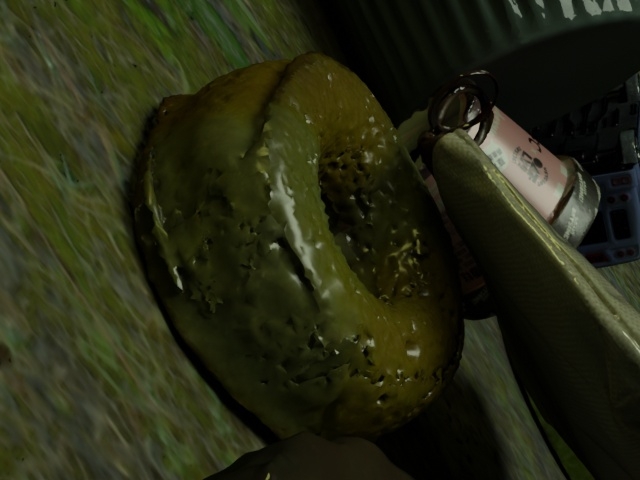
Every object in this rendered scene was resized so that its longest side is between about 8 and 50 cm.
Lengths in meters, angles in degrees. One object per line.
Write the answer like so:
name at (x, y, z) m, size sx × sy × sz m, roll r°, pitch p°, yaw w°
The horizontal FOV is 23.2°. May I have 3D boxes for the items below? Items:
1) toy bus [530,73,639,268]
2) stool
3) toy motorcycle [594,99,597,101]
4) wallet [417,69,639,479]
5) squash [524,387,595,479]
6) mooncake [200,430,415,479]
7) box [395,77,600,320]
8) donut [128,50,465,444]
toy bus at (0.288, -0.077, 1.654) m, size 0.292 × 0.125 × 0.133 m, roll -63°, pitch 141°, yaw -64°
stool at (0.128, -0.277, 1.353) m, size 0.297 × 0.297 × 0.330 m, roll 9°, pitch 57°, yaw -64°
toy motorcycle at (0.199, -0.294, 1.612) m, size 0.237 × 0.169 × 0.410 m, roll -10°, pitch 53°, yaw -37°
wallet at (0.172, 0.074, 1.014) m, size 0.275 × 0.068 × 0.335 m, roll 56°, pitch -5°, yaw 40°
squash at (0.249, 0.142, 1.395) m, size 0.252 × 0.049 × 0.252 m, roll 48°, pitch 24°, yaw -30°
mooncake at (-0.007, 0.202, 0.648) m, size 0.228 × 0.124 × 0.228 m, roll 47°, pitch 29°, yaw -37°
box at (0.116, -0.037, 1.205) m, size 0.135 × 0.151 × 0.151 m, roll 43°, pitch 25°, yaw -15°
donut at (0.000, 0.000, 0.946) m, size 0.272 × 0.107 × 0.272 m, roll 45°, pitch 27°, yaw -31°
